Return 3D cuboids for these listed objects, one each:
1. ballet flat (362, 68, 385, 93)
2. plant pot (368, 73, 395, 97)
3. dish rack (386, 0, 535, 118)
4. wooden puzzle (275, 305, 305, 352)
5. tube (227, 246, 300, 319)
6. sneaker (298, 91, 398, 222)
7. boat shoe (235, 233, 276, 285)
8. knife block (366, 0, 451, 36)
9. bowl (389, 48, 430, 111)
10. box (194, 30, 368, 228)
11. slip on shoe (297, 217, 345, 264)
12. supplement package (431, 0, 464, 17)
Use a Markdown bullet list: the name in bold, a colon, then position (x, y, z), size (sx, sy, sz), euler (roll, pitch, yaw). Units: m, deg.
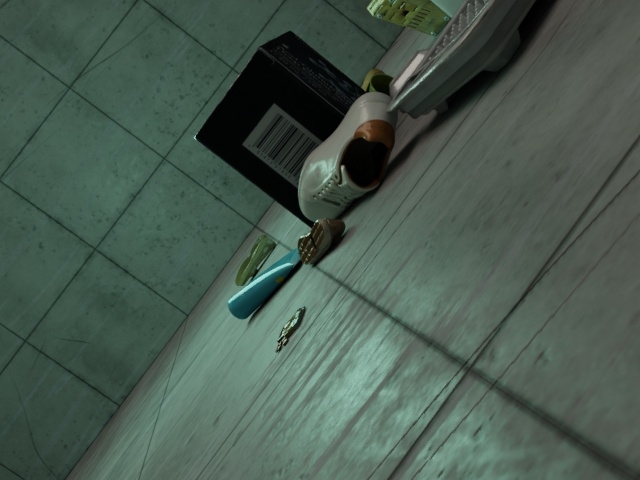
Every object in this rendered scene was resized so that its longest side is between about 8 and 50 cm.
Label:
- **ballet flat**: position (0.142, -0.366, 1.940), size (0.073, 0.080, 0.232), euler (-31, 31, 48)
- **plant pot**: position (0.141, -0.332, 1.782), size (0.083, 0.083, 0.079), euler (-60, -2, -41)
- **dish rack**: position (0.243, -0.318, 1.080), size (0.333, 0.072, 0.285), euler (-56, 7, -19)
- **wooden puzzle**: position (-0.041, 0.118, 1.049), size (0.049, 0.006, 0.083), euler (-50, 8, 24)
- **tube**: position (-0.098, 0.077, 1.451), size (0.207, 0.052, 0.080), euler (-42, 17, 34)
- **sneaker**: position (0.033, -0.103, 1.246), size (0.290, 0.106, 0.123), euler (121, 159, -47)
- **boat shoe**: position (-0.170, 0.058, 2.004), size (0.056, 0.048, 0.153), euler (-9, 50, 62)
- **knife block**: position (0.257, -0.661, 1.970), size (0.088, 0.276, 0.242), euler (136, 139, -55)
- **bowl**: position (0.190, -0.333, 1.546), size (0.142, 0.053, 0.142), euler (-50, 9, 12)
- **box**: position (-0.034, -0.234, 1.529), size (0.212, 0.293, 0.395), euler (-50, 8, 18)
- **slip on shoe**: position (0.000, 0.000, 1.227), size (0.041, 0.051, 0.135), euler (-13, -21, -24)
- **supplement package**: position (0.350, -0.699, 1.778), size (0.293, 0.175, 0.177), euler (-49, 9, 32)
